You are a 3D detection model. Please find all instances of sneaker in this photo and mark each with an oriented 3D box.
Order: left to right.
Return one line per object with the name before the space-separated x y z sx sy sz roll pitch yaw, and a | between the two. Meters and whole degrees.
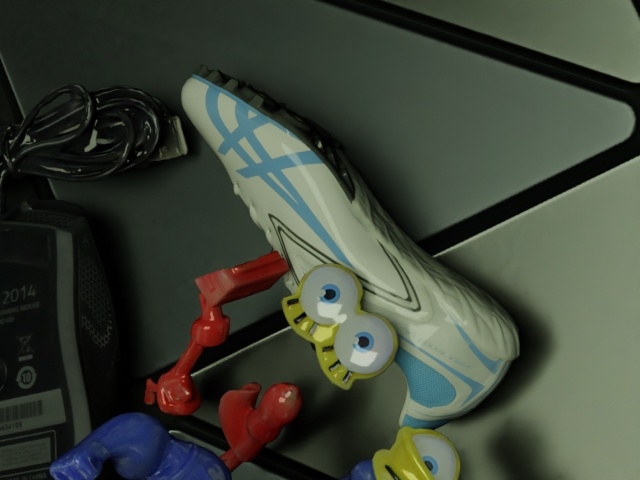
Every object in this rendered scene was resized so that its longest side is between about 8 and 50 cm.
sneaker | 0.000 0.000 0.967 0.086 0.085 0.237 -46 71 9

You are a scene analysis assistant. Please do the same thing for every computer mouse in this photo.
computer mouse | -0.158 0.056 1.039 0.188 0.072 0.272 -8 72 23

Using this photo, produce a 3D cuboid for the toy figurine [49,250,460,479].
toy figurine | -0.040 0.202 0.868 0.191 0.217 0.362 -38 76 43
